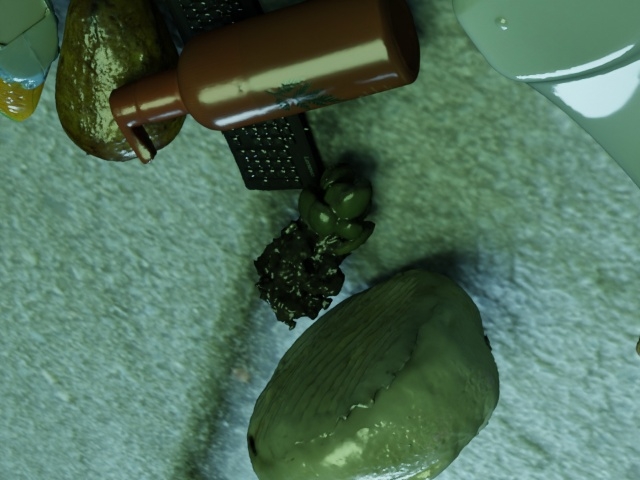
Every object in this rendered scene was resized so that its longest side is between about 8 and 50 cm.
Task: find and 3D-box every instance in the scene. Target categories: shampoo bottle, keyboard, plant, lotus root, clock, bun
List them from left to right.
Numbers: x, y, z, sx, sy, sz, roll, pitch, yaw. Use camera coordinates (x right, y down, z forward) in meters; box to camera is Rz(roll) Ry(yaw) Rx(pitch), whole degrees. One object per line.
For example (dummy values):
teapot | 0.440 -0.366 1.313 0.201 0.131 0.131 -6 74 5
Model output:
clock | -0.289 -0.196 1.288 0.144 0.103 0.231 17 138 48
lotus root | -0.167 -0.150 1.277 0.108 0.094 0.191 -11 128 -8
keyboard | -0.064 -0.139 1.283 0.087 0.017 0.250 1 130 29
shampoo bottle | -0.048 -0.127 1.197 0.244 0.085 0.085 -15 123 21
plant | 0.000 0.000 1.335 0.085 0.087 0.174 53 135 25
bun | 0.049 0.137 1.334 0.239 0.239 0.141 -25 110 42

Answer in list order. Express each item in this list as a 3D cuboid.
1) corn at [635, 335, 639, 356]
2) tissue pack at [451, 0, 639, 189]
corn | 0.362 0.126 1.258 0.237 0.079 0.079 33 138 -4
tissue pack | 0.261 -0.147 0.945 0.333 0.236 0.229 43 146 -13
